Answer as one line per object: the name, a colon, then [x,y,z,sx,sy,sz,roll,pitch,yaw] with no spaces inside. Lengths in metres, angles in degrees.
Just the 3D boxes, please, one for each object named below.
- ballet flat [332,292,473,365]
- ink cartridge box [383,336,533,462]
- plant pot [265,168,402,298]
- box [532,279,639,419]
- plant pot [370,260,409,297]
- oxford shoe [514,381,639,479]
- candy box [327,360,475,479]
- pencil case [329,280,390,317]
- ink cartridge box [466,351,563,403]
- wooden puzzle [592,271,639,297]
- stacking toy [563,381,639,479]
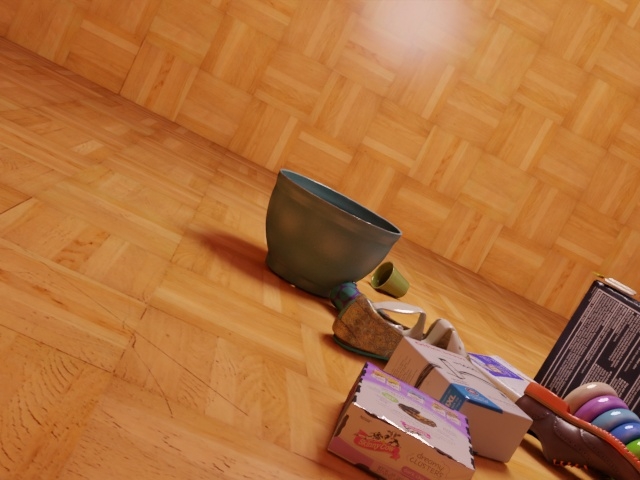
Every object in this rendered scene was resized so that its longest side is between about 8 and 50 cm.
ballet flat: [0.182,0.184,1.398,0.348,0.123,0.123,23,10,-28]
ink cartridge box: [0.212,0.249,1.211,0.148,0.086,0.203,22,11,-29]
plant pot: [0.000,0.000,1.626,0.293,0.196,0.293,27,10,-5]
box: [0.658,0.292,1.609,0.183,0.296,0.294,22,11,-32]
plant pot: [0.187,0.109,1.971,0.079,0.083,0.083,38,4,-25]
oxford shoe: [0.435,0.354,1.272,0.271,0.098,0.097,35,-11,43]
candy box: [0.106,0.246,0.975,0.165,0.070,0.196,29,9,5]
pencil case: [0.080,0.138,1.505,0.070,0.064,0.152,31,7,-34]
ink cartridge box: [0.391,0.301,1.561,0.206,0.045,0.208,35,13,38]
wooden puzzle: [0.651,0.102,1.651,0.116,0.014,0.078,33,15,31]
stacking toy: [0.558,0.394,1.314,0.141,0.141,0.330,22,16,-33]
